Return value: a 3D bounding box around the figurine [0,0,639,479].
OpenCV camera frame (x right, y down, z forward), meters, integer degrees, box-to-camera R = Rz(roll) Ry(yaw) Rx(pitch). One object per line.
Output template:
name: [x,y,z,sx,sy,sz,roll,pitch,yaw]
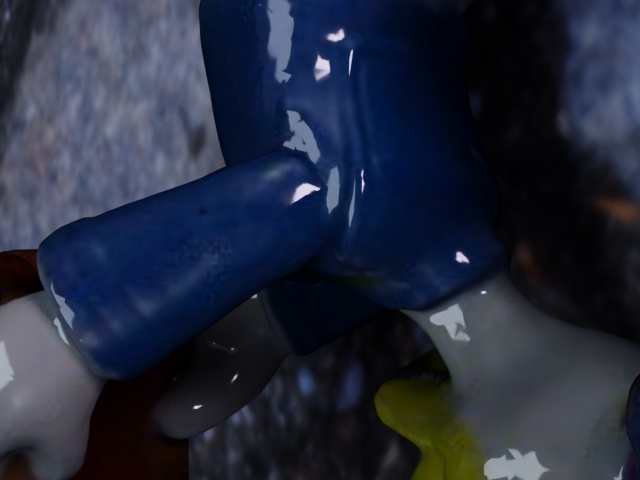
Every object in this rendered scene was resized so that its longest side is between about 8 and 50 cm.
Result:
figurine: [0.000,0.000,0.485,0.338,0.204,0.283,44,99,25]
